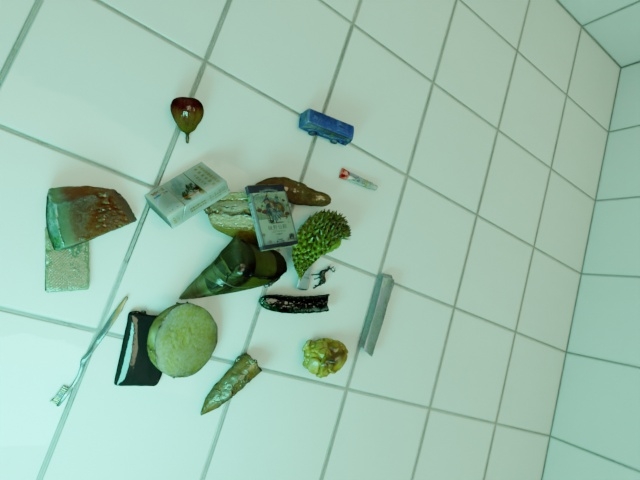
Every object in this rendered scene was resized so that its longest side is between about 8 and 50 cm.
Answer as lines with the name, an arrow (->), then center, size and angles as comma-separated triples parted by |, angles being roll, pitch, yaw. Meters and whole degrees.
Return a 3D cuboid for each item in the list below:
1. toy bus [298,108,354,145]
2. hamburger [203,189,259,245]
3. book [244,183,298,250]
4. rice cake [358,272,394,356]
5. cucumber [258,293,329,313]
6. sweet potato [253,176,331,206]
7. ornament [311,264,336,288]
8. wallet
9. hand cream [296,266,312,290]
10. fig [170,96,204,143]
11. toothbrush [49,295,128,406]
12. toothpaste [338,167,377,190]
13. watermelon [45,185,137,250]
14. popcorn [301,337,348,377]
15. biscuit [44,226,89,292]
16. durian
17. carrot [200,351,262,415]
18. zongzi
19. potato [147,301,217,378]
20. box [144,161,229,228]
toy bus -> 0.029, -0.456, 1.757 | 0.237, 0.094, 0.079 | 13, 83, -29
hamburger -> -0.251, -0.072, 1.557 | 0.283, 0.245, 0.155 | -4, 61, 8
book -> -0.166, -0.085, 1.509 | 0.158, 0.026, 0.230 | -9, 82, -41
rice cake -> 0.245, 0.319, 1.888 | 0.073, 0.056, 0.364 | 22, 78, -27
cucumber -> -0.098, 0.247, 1.686 | 0.304, 0.072, 0.081 | 2, 90, -29
sweet potato -> -0.120, -0.193, 1.671 | 0.355, 0.095, 0.106 | 5, 42, -31
ornament -> 0.017, 0.144, 1.773 | 0.125, 0.028, 0.073 | -28, 124, -33
wallet -> -0.581, 0.357, 1.428 | 0.149, 0.044, 0.249 | 15, 82, -32
hand cream -> -0.054, 0.072, 1.726 | 0.079, 0.048, 0.254 | 17, 79, -52
fig -> -0.469, -0.426, 1.483 | 0.119, 0.119, 0.153 | 25, 121, -27
toothbrush -> -0.715, 0.341, 1.359 | 0.037, 0.028, 0.375 | 35, 73, -17
toothpaste -> 0.166, -0.259, 1.870 | 0.191, 0.031, 0.047 | 19, 83, -25
watermelon -> -0.689, -0.086, 1.321 | 0.257, 0.140, 0.192 | -13, 91, -43
popcorn -> 0.009, 0.466, 1.710 | 0.194, 0.164, 0.140 | -22, 123, -59
biscuit -> -0.774, 0.057, 1.323 | 0.122, 0.041, 0.199 | -1, 88, -32
durian -> 0.005, -0.008, 1.701 | 0.158, 0.169, 0.356 | 36, 46, 18
carrot -> -0.329, 0.522, 1.548 | 0.263, 0.102, 0.101 | -43, 109, -17
zongzi -> -0.308, 0.136, 1.566 | 0.289, 0.318, 0.154 | 24, 37, -57
potato -> -0.471, 0.322, 1.420 | 0.299, 0.116, 0.238 | 57, 48, -52
box -> -0.446, -0.155, 1.452 | 0.233, 0.150, 0.067 | -38, 146, -25
